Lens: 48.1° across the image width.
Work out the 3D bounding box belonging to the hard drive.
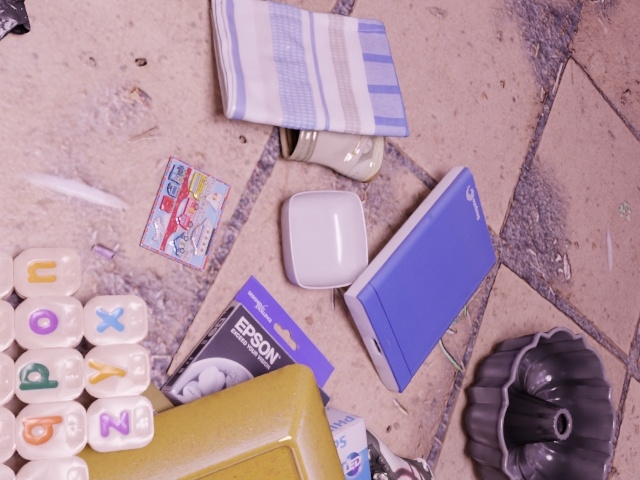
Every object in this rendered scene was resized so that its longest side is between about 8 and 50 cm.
[{"bbox_3d":[0.173,0.058,1.151,0.319,0.040,0.210,-47,129,-31],"label":"hard drive"}]

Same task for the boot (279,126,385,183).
[{"bbox_3d":[0.021,-0.205,1.075,0.165,0.077,0.213,12,79,-33],"label":"boot"}]

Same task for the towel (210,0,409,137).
[{"bbox_3d":[-0.013,-0.247,1.011,0.285,0.034,0.209,3,65,-25],"label":"towel"}]

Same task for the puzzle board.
[{"bbox_3d":[-0.175,-0.035,0.947,0.096,0.011,0.128,26,71,-32],"label":"puzzle board"}]

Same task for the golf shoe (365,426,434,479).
[{"bbox_3d":[0.105,0.363,1.080,0.273,0.105,0.120,61,39,-22],"label":"golf shoe"}]

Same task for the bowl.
[{"bbox_3d":[0.000,0.000,1.050,0.142,0.053,0.142,-4,87,-37],"label":"bowl"}]

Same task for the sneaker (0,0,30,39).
[{"bbox_3d":[-0.356,-0.272,0.811,0.170,0.051,0.089,-46,113,-26],"label":"sneaker"}]

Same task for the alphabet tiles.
[{"bbox_3d":[-0.320,0.145,0.752,0.278,0.021,0.284,-1,73,-21],"label":"alphabet tiles"}]

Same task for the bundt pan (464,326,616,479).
[{"bbox_3d":[0.375,0.314,1.260,0.331,0.124,0.331,4,84,-36],"label":"bundt pan"}]

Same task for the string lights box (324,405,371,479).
[{"bbox_3d":[0.004,0.374,0.967,0.133,0.077,0.260,-17,106,-42],"label":"string lights box"}]

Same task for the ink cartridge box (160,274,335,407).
[{"bbox_3d":[-0.080,0.188,0.976,0.206,0.045,0.208,50,58,-22],"label":"ink cartridge box"}]

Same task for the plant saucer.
[{"bbox_3d":[-0.113,0.353,0.821,0.333,0.081,0.333,-19,101,-11],"label":"plant saucer"}]

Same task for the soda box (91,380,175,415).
[{"bbox_3d":[-0.190,0.242,0.875,0.058,0.061,0.181,-48,113,-30],"label":"soda box"}]
